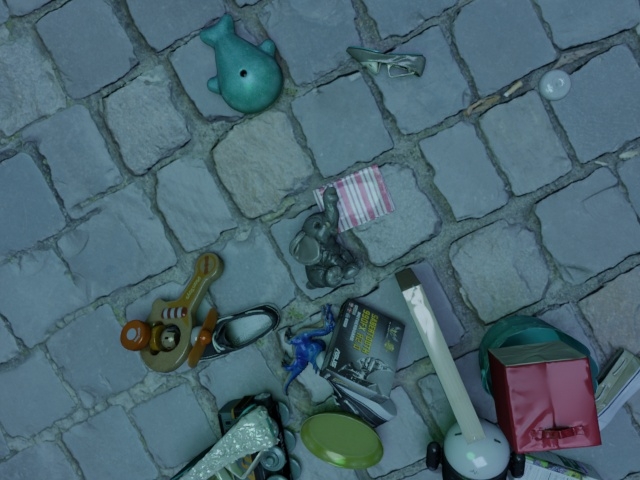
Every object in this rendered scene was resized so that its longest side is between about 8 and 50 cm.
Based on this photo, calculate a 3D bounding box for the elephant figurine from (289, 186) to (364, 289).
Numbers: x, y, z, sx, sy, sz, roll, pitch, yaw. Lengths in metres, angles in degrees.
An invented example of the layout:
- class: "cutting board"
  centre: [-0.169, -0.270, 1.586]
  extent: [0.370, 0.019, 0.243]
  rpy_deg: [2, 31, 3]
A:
- class: "elephant figurine"
  centre: [0.000, 0.000, 1.446]
  extent: [0.186, 0.169, 0.239]
  rpy_deg: [-31, 99, -7]

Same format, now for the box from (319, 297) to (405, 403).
- class: "box"
  centre: [0.116, 0.290, 1.431]
  extent: [0.183, 0.231, 0.056]
  rpy_deg: [27, 141, -6]

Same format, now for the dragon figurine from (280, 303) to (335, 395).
- class: "dragon figurine"
  centre: [-0.033, 0.320, 1.513]
  extent: [0.144, 0.085, 0.288]
  rpy_deg: [8, 95, 4]

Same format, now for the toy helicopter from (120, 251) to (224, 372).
- class: "toy helicopter"
  centre: [-0.364, 0.199, 1.484]
  extent: [0.235, 0.140, 0.354]
  rpy_deg: [23, 80, 31]

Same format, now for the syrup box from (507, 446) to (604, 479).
- class: "syrup box"
  centre: [0.647, 0.653, 1.496]
  extent: [0.237, 0.093, 0.096]
  rpy_deg: [17, 96, 2]

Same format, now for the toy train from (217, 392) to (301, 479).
- class: "toy train"
  centre: [-0.174, 0.596, 1.535]
  extent: [0.191, 0.142, 0.333]
  rpy_deg: [-8, 97, 17]

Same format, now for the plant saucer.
- class: "plant saucer"
  centre: [0.062, 0.553, 1.511]
  extent: [0.241, 0.037, 0.240]
  rpy_deg: [9, 125, 13]

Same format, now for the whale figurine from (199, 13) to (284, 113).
- class: "whale figurine"
  centre: [-0.215, -0.467, 1.418]
  extent: [0.216, 0.141, 0.271]
  rpy_deg: [-31, 92, 7]

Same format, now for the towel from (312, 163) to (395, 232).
- class: "towel"
  centre: [0.091, -0.110, 1.489]
  extent: [0.197, 0.029, 0.144]
  rpy_deg: [-22, 93, 6]

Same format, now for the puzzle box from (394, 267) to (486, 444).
- class: "puzzle box"
  centre: [0.299, 0.279, 1.393]
  extent: [0.052, 0.272, 0.408]
  rpy_deg: [-23, 94, 6]

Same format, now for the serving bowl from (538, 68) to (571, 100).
- class: "serving bowl"
  centre: [0.622, -0.412, 1.422]
  extent: [0.084, 0.027, 0.083]
  rpy_deg: [0, 96, 3]

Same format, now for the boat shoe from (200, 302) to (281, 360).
- class: "boat shoe"
  centre: [-0.257, 0.262, 1.520]
  extent: [0.303, 0.091, 0.114]
  rpy_deg: [-29, 93, 6]

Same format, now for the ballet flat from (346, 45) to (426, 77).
- class: "ballet flat"
  centre: [0.170, -0.469, 1.427]
  extent: [0.214, 0.072, 0.068]
  rpy_deg: [8, 102, 3]

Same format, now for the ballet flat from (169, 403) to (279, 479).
- class: "ballet flat"
  centre: [-0.257, 0.588, 1.420]
  extent: [0.147, 0.147, 0.409]
  rpy_deg: [43, 116, -1]

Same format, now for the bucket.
- class: "bucket"
  centre: [0.557, 0.336, 1.425]
  extent: [0.282, 0.183, 0.280]
  rpy_deg: [0, 96, 5]

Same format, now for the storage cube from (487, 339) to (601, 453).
- class: "storage cube"
  centre: [0.504, 0.350, 1.235]
  extent: [0.184, 0.215, 0.193]
  rpy_deg: [-8, 89, 6]

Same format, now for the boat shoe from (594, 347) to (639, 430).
- class: "boat shoe"
  centre: [0.763, 0.425, 1.472]
  extent: [0.094, 0.109, 0.302]
  rpy_deg: [43, 88, 14]

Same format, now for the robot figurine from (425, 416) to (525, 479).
- class: "robot figurine"
  centre: [0.412, 0.592, 1.439]
  extent: [0.209, 0.173, 0.278]
  rpy_deg: [-24, 131, -17]

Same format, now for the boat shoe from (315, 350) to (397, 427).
- class: "boat shoe"
  centre: [0.079, 0.420, 1.485]
  extent: [0.102, 0.108, 0.301]
  rpy_deg: [-41, 116, 16]
